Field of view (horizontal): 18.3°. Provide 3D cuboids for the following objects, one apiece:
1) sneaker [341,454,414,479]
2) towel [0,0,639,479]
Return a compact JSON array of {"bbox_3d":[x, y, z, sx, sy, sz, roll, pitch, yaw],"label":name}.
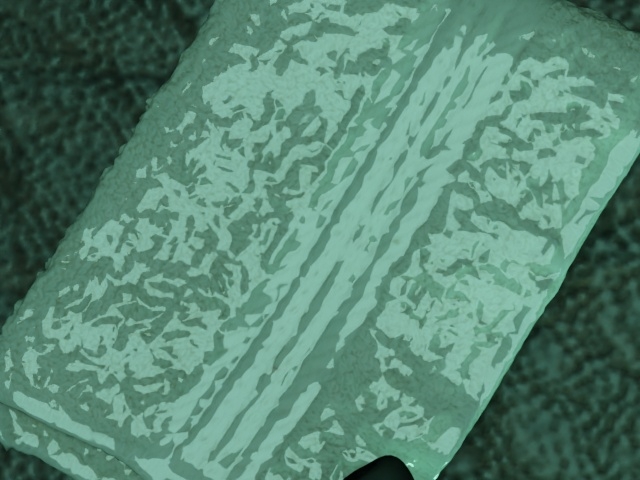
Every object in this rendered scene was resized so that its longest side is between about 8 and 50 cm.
[{"bbox_3d":[-0.020,0.217,0.732,0.145,0.090,0.270,43,94,7],"label":"sneaker"},{"bbox_3d":[0.000,0.000,0.816,0.187,0.049,0.282,31,89,7],"label":"towel"}]
